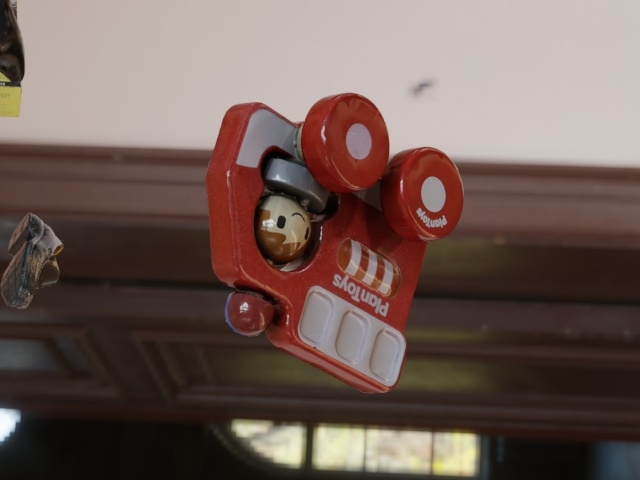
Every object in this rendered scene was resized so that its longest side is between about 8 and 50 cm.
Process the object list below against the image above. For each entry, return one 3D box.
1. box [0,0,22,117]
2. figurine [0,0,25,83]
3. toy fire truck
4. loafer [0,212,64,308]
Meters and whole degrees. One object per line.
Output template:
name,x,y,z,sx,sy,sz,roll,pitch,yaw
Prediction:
box,-0.489,-0.274,2.300,0.232,0.087,0.058,-106,23,-46
figurine,-0.375,-0.259,1.526,0.215,0.092,0.209,-6,-85,-51
toy fire truck,0.000,0.000,1.615,0.302,0.169,0.254,30,-114,-39
loafer,-0.331,0.029,1.818,0.062,0.061,0.170,-48,22,25
